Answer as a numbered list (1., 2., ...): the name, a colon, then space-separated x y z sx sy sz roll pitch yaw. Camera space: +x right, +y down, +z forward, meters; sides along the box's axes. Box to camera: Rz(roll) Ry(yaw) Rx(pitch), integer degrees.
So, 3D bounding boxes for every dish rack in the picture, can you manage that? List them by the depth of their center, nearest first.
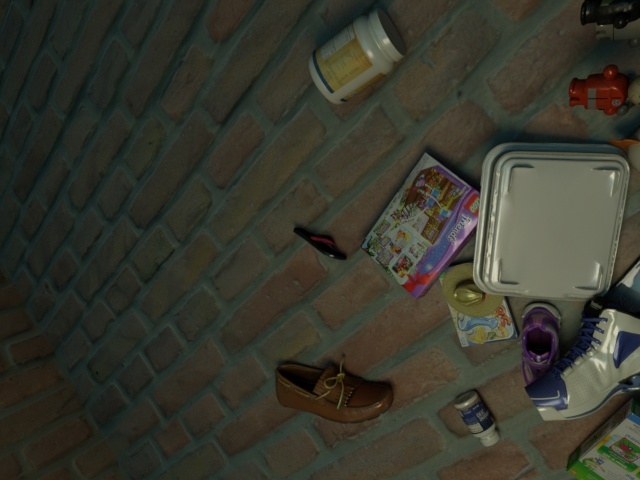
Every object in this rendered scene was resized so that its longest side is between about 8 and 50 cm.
1. dish rack: 0.475 -0.028 0.916 0.285 0.072 0.333 3 104 9

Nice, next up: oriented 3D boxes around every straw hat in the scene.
1. straw hat: 0.345 0.123 1.033 0.144 0.061 0.145 6 102 30

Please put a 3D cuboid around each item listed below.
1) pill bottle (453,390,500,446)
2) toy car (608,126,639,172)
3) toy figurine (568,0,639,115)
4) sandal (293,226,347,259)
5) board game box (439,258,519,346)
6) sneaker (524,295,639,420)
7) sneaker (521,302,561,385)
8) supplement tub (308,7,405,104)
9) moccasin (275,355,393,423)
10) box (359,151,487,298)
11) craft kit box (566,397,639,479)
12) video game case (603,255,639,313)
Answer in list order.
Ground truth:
1. pill bottle: 0.392 0.444 1.110 0.067 0.067 0.120 -36 82 30
2. toy car: 0.635 -0.163 0.772 0.237 0.210 0.219 10 95 34
3. toy figurine: 0.546 -0.327 0.781 0.148 0.209 0.213 13 106 39
4. sandal: 0.000 0.000 1.249 0.179 0.067 0.040 34 103 23
5. board game box: 0.378 0.147 1.075 0.136 0.035 0.201 -19 90 31
6. sneaker: 0.547 0.216 0.890 0.315 0.127 0.182 -25 87 11
7. sneaker: 0.492 0.265 0.995 0.095 0.104 0.237 -5 99 29
8. supplement tub: 0.085 -0.434 1.062 0.199 0.144 0.145 -26 87 31
9. moccasin: 0.029 0.420 1.285 0.379 0.139 0.147 -1 109 39
10. box: 0.251 -0.033 1.078 0.201 0.057 0.293 45 116 25
11. craft kit box: 0.694 0.481 0.917 0.249 0.061 0.247 32 127 21
12. video game case: 0.707 0.117 0.888 0.196 0.026 0.274 37 115 19
